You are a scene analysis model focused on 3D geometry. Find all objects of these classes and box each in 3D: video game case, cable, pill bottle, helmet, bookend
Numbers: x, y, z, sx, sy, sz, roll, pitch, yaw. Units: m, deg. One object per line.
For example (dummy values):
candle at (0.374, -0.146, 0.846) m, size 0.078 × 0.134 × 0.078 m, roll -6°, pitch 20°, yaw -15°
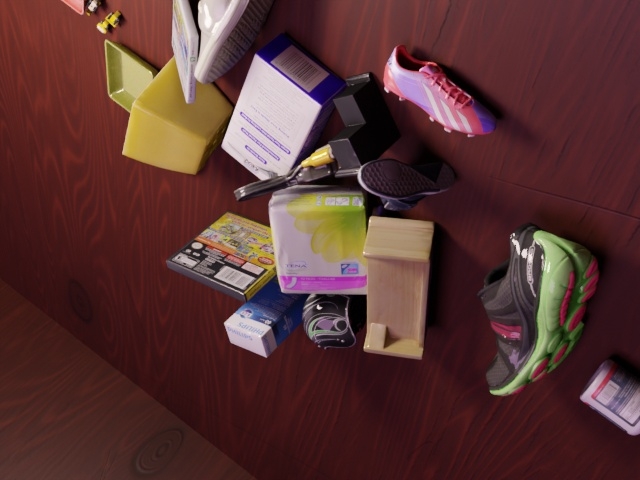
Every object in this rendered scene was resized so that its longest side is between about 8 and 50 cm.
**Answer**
video game case at (-0.220, 0.035, 2.279) m, size 0.275 × 0.248 × 0.035 m, roll 20°, pitch 137°, yaw 32°
cable at (-0.054, -0.158, 1.951) m, size 0.287 × 0.139 × 0.072 m, roll -15°, pitch 92°, yaw 17°
pill bottle at (0.646, 0.341, 1.814) m, size 0.180 × 0.108 × 0.108 m, roll 36°, pitch 144°, yaw 14°
helmet at (0.031, 0.199, 2.262) m, size 0.162 × 0.169 × 0.169 m, roll -6°, pitch 121°, yaw 30°
bookend at (0.068, -0.236, 1.791) m, size 0.072 × 0.157 × 0.156 m, roll -3°, pitch 123°, yaw 47°
video game case at (-0.308, -0.453, 1.973) m, size 0.193 × 0.023 × 0.212 m, roll 104°, pitch 155°, yaw -51°

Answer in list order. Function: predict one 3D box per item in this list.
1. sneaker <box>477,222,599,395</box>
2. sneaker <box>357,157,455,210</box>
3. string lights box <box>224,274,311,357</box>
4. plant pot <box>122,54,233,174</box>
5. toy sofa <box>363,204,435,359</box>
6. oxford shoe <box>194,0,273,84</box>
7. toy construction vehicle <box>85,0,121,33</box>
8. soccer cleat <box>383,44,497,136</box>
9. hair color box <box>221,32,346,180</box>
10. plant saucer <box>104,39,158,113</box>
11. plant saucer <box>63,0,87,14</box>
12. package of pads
sneaker at (0.432, 0.147, 1.822) m, size 0.202 × 0.185 × 0.482 m, roll 46°, pitch 146°, yaw 32°
sneaker at (0.142, -0.111, 1.808) m, size 0.163 × 0.226 × 0.086 m, roll -18°, pitch 75°, yaw 57°
string lights box at (-0.117, 0.183, 2.310) m, size 0.133 × 0.260 × 0.076 m, roll 17°, pitch 136°, yaw 35°
plant pot at (-0.337, -0.289, 2.134) m, size 0.187 × 0.212 × 0.212 m, roll 30°, pitch 144°, yaw -1°
toy sofa at (0.185, 0.097, 2.041) m, size 0.150 × 0.177 × 0.362 m, roll 6°, pitch 134°, yaw 10°
oxford shoe at (-0.178, -0.507, 1.773) m, size 0.130 × 0.169 × 0.449 m, roll 37°, pitch 137°, yaw 7°
toy construction vehicle at (-0.549, -0.574, 2.205) m, size 0.086 × 0.035 × 0.098 m, roll 42°, pitch 149°, yaw -14°
soccer cleat at (0.227, -0.282, 1.653) m, size 0.248 × 0.083 × 0.095 m, roll 33°, pitch 139°, yaw 22°
hair color box at (-0.089, -0.277, 1.958) m, size 0.185 × 0.110 × 0.339 m, roll 39°, pitch 143°, yaw 5°
plant saucer at (-0.480, -0.411, 2.265) m, size 0.188 × 0.045 × 0.188 m, roll 37°, pitch 142°, yaw 22°
plant saucer at (-0.661, -0.730, 2.147) m, size 0.258 × 0.048 × 0.259 m, roll 37°, pitch 145°, yaw 12°
package of pads at (0.000, 0.000, 2.071) m, size 0.229 × 0.101 × 0.296 m, roll 1°, pitch 132°, yaw 6°
